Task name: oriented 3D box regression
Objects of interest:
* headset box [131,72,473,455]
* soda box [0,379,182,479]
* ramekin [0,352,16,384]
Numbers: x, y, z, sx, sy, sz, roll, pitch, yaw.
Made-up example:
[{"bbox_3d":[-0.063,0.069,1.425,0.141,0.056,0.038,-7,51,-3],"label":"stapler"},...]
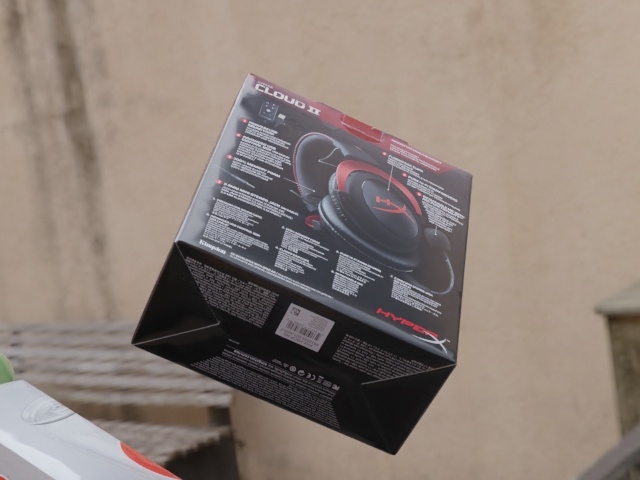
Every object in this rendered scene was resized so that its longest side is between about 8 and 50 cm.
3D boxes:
[{"bbox_3d":[0.000,0.000,0.996,0.218,0.110,0.293,24,35,-7],"label":"headset box"},{"bbox_3d":[-0.165,0.204,0.897,0.286,0.091,0.098,25,15,30],"label":"soda box"},{"bbox_3d":[-0.420,0.233,1.187,0.303,0.148,0.303,-22,-20,-8],"label":"ramekin"}]
